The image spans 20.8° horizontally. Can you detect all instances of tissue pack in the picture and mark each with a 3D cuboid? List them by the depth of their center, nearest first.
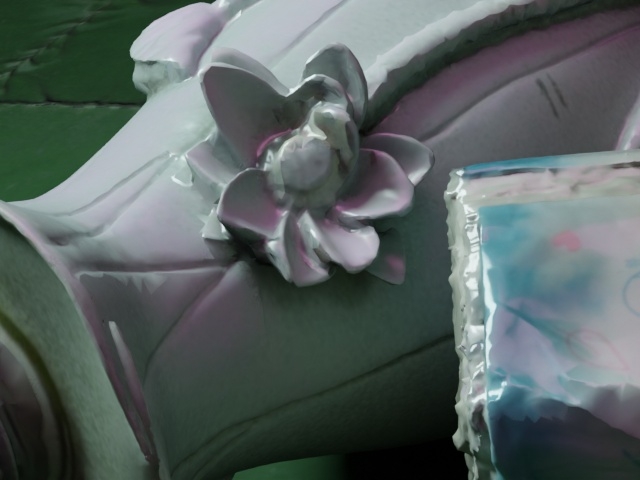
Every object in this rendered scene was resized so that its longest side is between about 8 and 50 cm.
[{"bbox_3d":[0.182,0.063,0.565,0.271,0.201,0.124,-5,52,7],"label":"tissue pack"}]

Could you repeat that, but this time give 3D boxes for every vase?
[{"bbox_3d":[0.000,0.000,0.732,0.250,0.250,0.445,6,22,38],"label":"vase"}]
